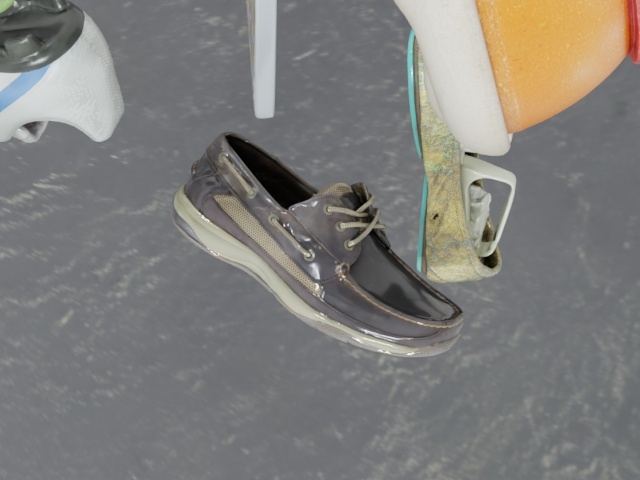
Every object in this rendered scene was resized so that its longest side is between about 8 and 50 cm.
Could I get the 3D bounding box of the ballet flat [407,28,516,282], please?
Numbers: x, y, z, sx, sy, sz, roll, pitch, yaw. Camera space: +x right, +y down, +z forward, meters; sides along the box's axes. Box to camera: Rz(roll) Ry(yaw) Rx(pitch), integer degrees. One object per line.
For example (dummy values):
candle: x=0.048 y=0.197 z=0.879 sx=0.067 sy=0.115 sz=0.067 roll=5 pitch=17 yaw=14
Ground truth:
ballet flat: x=0.165 y=-0.094 z=1.452 sx=0.123 sy=0.123 sz=0.348 roll=-21 pitch=130 yaw=-19

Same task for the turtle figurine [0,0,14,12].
turtle figurine: x=-0.290 y=-0.201 z=0.682 sx=0.266 sy=0.198 sz=0.274 roll=34 pitch=41 yaw=-10

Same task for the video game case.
video game case: x=-0.069 y=-0.289 z=1.462 sx=0.026 sy=0.227 sz=0.206 roll=-3 pitch=56 yaw=-4

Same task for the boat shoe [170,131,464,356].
boat shoe: x=0.000 y=0.000 z=1.372 sx=0.355 sy=0.132 sz=0.130 roll=29 pitch=115 yaw=14

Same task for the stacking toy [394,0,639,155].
stacking toy: x=0.276 y=-0.280 z=0.910 sx=0.480 sy=0.350 sz=0.350 roll=-14 pitch=104 yaw=9

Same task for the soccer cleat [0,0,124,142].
soccer cleat: x=-0.318 y=-0.138 z=1.101 sx=0.116 sy=0.331 sz=0.143 roll=-63 pitch=147 yaw=-32
